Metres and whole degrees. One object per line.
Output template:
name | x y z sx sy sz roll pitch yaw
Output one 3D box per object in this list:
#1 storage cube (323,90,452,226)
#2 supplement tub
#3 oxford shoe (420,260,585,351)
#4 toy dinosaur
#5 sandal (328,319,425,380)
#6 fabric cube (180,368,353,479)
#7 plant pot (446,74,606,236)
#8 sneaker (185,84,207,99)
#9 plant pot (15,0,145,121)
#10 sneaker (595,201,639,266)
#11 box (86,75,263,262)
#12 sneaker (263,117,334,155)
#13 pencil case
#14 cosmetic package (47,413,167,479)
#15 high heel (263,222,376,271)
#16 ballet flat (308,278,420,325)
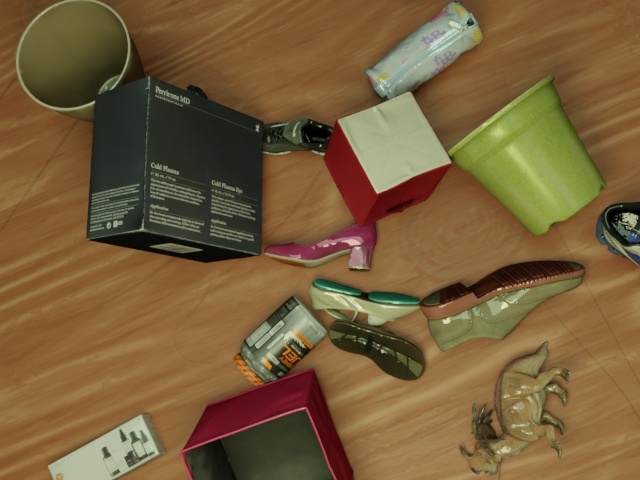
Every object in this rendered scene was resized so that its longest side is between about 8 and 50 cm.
storage cube | 0.135 -0.172 1.738 0.184 0.193 0.214 -23 76 -15
supplement tub | -0.088 0.222 1.757 0.190 0.117 0.117 -44 76 -1
oxford shoe | 0.390 0.134 1.718 0.349 0.123 0.130 -16 103 4
toy dinosaur | 0.395 0.334 1.659 0.201 0.127 0.295 7 74 17
sandal | 0.124 0.225 1.751 0.220 0.060 0.089 20 111 10
fabric cube | -0.091 0.439 1.608 0.254 0.258 0.259 -21 96 4
plant pot | 0.442 -0.158 1.695 0.276 0.276 0.253 -37 88 0
sneaker | -0.305 -0.322 1.894 0.085 0.152 0.058 -28 109 -2
plant pot | -0.504 -0.368 1.861 0.257 0.274 0.256 -2 78 9
sneaker | 0.680 0.018 1.613 0.316 0.182 0.127 32 93 27
box | -0.296 -0.134 1.730 0.179 0.343 0.312 -7 76 37
sneaker | -0.060 -0.240 1.851 0.235 0.106 0.078 5 79 10
pencil case | 0.231 -0.413 1.831 0.273 0.124 0.113 -37 115 2
cosmetic package | -0.468 0.480 1.795 0.239 0.060 0.098 -30 75 2
high heel | 0.000 0.000 1.806 0.244 0.082 0.117 4 77 11
ballet flat | 0.094 0.143 1.772 0.249 0.086 0.086 11 81 13
